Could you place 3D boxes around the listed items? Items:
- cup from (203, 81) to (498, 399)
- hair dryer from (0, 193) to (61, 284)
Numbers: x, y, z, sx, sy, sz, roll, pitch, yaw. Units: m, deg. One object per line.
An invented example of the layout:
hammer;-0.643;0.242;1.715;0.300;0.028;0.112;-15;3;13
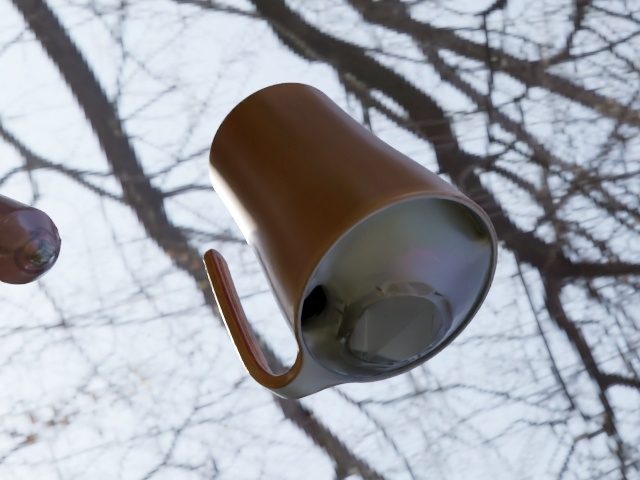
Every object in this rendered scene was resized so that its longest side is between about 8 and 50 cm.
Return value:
cup;0.000;0.000;1.230;0.226;0.182;0.264;-46;-136;6
hair dryer;-0.311;-0.031;1.019;0.352;0.210;0.125;17;-69;41
